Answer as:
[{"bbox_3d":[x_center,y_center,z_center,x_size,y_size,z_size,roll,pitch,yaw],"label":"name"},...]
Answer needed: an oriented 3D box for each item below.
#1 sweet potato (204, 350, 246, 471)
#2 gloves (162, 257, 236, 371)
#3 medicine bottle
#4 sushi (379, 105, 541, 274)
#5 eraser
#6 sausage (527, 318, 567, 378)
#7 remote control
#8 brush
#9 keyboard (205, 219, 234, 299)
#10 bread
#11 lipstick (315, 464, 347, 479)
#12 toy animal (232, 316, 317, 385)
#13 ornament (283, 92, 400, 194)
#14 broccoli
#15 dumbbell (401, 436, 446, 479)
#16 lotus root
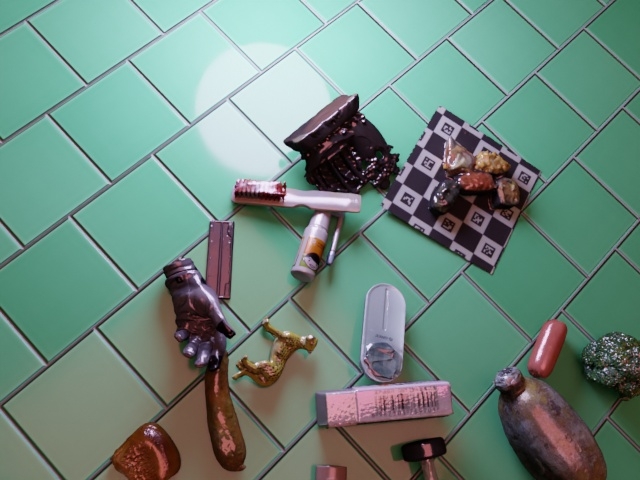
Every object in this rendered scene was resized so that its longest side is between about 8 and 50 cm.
[{"bbox_3d":[-0.217,0.371,1.389,0.075,0.075,0.273,-9,70,-12],"label":"sweet potato"},{"bbox_3d":[-0.275,0.162,1.417,0.142,0.119,0.285,-28,59,16],"label":"gloves"},{"bbox_3d":[0.000,0.000,1.549,0.092,0.061,0.220,24,63,-13],"label":"medicine bottle"},{"bbox_3d":[0.389,-0.149,1.650,0.343,0.064,0.359,32,70,-1],"label":"sushi"},{"bbox_3d":[0.140,0.367,1.417,0.287,0.130,0.086,-2,76,-11],"label":"eraser"},{"bbox_3d":[0.559,0.268,1.552,0.062,0.062,0.154,30,70,1],"label":"sausage"},{"bbox_3d":[0.146,0.217,1.485,0.104,0.052,0.247,16,58,-11],"label":"remote control"},{"bbox_3d":[-0.059,-0.113,1.554,0.321,0.050,0.060,5,52,1],"label":"brush"},{"bbox_3d":[-0.242,0.045,1.520,0.064,0.010,0.198,3,72,-7],"label":"keyboard"},{"bbox_3d":[-0.370,0.468,1.345,0.126,0.044,0.129,-39,85,-17],"label":"bread"},{"bbox_3d":[0.018,0.617,1.344,0.070,0.070,0.254,5,71,-8],"label":"lipstick"},{"bbox_3d":[-0.105,0.269,1.440,0.136,0.073,0.181,33,67,-5],"label":"toy animal"},{"bbox_3d":[0.068,-0.216,1.614,0.251,0.106,0.260,-39,109,-16],"label":"ornament"},{"bbox_3d":[0.737,0.302,1.527,0.195,0.195,0.156,-44,118,-19],"label":"broccoli"},{"bbox_3d":[0.248,0.540,1.392,0.100,0.100,0.191,-9,74,-12],"label":"dumbbell"},{"bbox_3d":[0.517,0.438,1.433,0.175,0.175,0.349,-28,79,-17],"label":"lotus root"}]
